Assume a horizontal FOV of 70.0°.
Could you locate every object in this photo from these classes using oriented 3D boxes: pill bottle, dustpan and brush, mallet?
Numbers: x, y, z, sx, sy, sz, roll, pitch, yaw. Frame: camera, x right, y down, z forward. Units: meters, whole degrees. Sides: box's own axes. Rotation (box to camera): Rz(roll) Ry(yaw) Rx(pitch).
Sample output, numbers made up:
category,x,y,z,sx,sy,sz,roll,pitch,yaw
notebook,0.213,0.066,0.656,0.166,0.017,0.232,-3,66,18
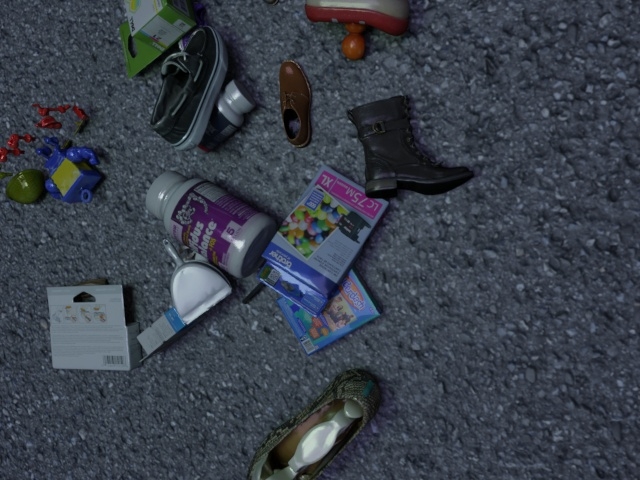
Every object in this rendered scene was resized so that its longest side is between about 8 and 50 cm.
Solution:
category,x,y,z,sx,sy,sz,roll,pitch,yaw
pill bottle,-0.271,-0.049,1.119,0.301,0.169,0.169,30,100,13
dustpan and brush,-0.335,0.082,1.146,0.147,0.060,0.211,-36,92,-5
pill bottle,-0.254,-0.309,1.134,0.180,0.108,0.108,-36,83,15
mallet,-0.130,0.097,1.159,0.039,0.062,0.190,50,119,10

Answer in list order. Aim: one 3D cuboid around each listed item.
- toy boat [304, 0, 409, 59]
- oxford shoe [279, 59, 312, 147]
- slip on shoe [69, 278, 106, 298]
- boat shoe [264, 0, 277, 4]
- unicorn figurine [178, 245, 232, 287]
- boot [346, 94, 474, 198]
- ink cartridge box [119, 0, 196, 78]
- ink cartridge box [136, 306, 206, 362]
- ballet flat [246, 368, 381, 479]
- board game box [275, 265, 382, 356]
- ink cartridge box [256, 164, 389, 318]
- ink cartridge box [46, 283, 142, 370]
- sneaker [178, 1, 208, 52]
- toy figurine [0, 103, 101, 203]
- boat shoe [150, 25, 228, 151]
category,x,y,z,sx,sy,sz,roll,pitch,yaw
toy boat,0.082,-0.484,1.026,0.230,0.151,0.151,12,126,16
oxford shoe,-0.065,-0.333,1.094,0.076,0.076,0.213,-10,88,18
slip on shoe,-0.673,0.134,1.316,0.135,0.051,0.041,-11,50,25
boat shoe,-0.148,-0.641,1.119,0.049,0.043,0.137,-29,86,14
unicorn figurine,-0.310,0.062,1.192,0.111,0.060,0.162,-15,88,16
boot,0.196,-0.218,1.013,0.262,0.091,0.229,-4,78,0
ink cartridge box,-0.450,-0.560,1.146,0.255,0.097,0.189,-26,71,25
ink cartridge box,-0.404,0.238,1.206,0.180,0.104,0.060,-38,82,14
ballet flat,-0.047,0.500,1.074,0.164,0.182,0.483,43,103,9
board game box,0.020,0.159,1.106,0.210,0.047,0.160,-32,83,15
ink cartridge box,0.000,0.000,1.054,0.185,0.065,0.311,32,85,13
ink cartridge box,-0.647,0.244,1.303,0.274,0.060,0.239,-3,91,17
sneaker,-0.319,-0.524,1.165,0.071,0.068,0.170,-1,92,11
toy figurine,-0.723,-0.166,1.245,0.362,0.191,0.217,-44,85,15
boat shoe,-0.301,-0.373,1.047,0.121,0.119,0.336,-8,66,30
